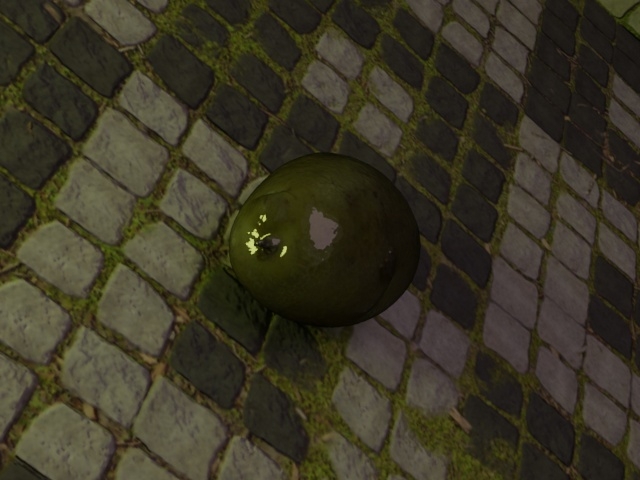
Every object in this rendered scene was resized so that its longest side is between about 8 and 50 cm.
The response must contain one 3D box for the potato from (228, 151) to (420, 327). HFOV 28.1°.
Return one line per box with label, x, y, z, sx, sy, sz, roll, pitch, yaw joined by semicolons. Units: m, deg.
potato;0.000;0.000;1.267;0.174;0.159;0.251;32;19;20
